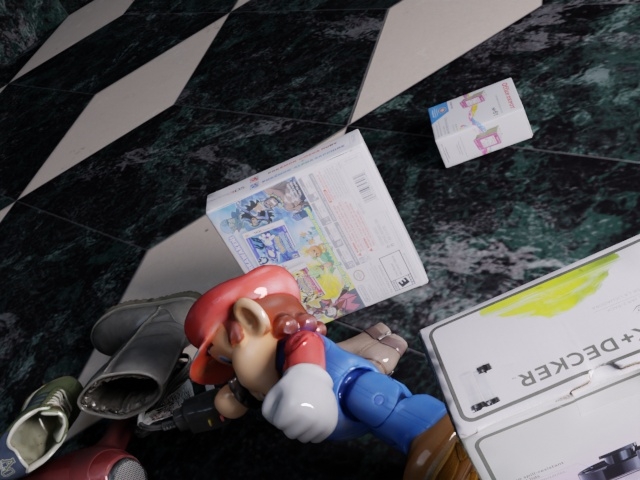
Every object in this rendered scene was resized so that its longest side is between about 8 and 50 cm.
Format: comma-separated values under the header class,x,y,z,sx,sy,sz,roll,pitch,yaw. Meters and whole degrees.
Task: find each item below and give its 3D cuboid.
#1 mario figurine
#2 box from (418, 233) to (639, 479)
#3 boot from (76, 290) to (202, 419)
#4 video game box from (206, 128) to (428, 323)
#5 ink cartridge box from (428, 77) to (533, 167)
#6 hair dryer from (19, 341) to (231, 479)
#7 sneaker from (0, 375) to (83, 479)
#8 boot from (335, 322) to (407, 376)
class,x,y,z,sx,sy,sz,roll,pitch,yaw
mario figurine,-0.014,0.154,0.725,0.320,0.198,0.170,27,42,33
box,0.195,0.144,0.510,0.169,0.290,0.087,-25,36,8
boot,-0.234,0.144,0.941,0.189,0.076,0.208,-23,22,21
video game box,0.000,0.000,0.890,0.187,0.205,0.048,-24,33,8
ink cartridge box,0.215,-0.160,1.059,0.122,0.052,0.089,-18,37,14
hair dryer,-0.223,0.234,0.900,0.293,0.080,0.223,-31,16,-5
sneaker,-0.309,0.210,0.886,0.086,0.064,0.192,-26,12,27
boot,0.037,0.121,0.864,0.087,0.042,0.118,-37,37,-20
